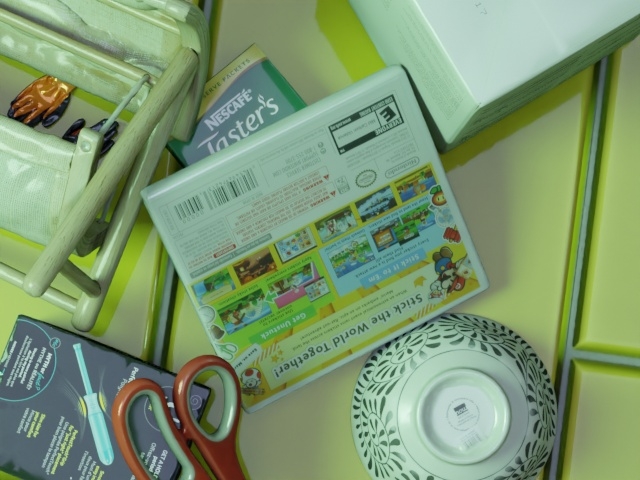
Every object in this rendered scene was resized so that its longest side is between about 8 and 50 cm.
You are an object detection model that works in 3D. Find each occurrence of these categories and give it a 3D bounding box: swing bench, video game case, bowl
[{"bbox_3d":[-0.247,-0.104,1.484,0.253,0.165,0.255,25,81,12],"label":"swing bench"},{"bbox_3d":[0.000,0.000,1.515,0.227,0.026,0.206,-27,113,-9],"label":"video game case"},{"bbox_3d":[0.110,0.140,1.530,0.170,0.080,0.170,0,85,-1],"label":"bowl"}]

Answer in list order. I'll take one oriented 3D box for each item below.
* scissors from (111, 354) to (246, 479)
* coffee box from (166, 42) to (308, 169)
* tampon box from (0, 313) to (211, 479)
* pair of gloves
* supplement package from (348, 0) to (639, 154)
[{"bbox_3d":[-0.068,0.221,1.483,0.109,0.021,0.297,-33,114,-26],"label":"scissors"},{"bbox_3d":[-0.039,-0.056,1.562,0.113,0.040,0.184,-38,87,-3],"label":"coffee box"},{"bbox_3d":[-0.180,0.143,1.511,0.161,0.101,0.120,22,85,0],"label":"tampon box"},{"bbox_3d":[-0.212,-0.097,1.576,0.074,0.010,0.083,-36,88,-4],"label":"pair of gloves"},{"bbox_3d":[0.137,-0.213,1.468,0.198,0.263,0.199,-31,87,-4],"label":"supplement package"}]
